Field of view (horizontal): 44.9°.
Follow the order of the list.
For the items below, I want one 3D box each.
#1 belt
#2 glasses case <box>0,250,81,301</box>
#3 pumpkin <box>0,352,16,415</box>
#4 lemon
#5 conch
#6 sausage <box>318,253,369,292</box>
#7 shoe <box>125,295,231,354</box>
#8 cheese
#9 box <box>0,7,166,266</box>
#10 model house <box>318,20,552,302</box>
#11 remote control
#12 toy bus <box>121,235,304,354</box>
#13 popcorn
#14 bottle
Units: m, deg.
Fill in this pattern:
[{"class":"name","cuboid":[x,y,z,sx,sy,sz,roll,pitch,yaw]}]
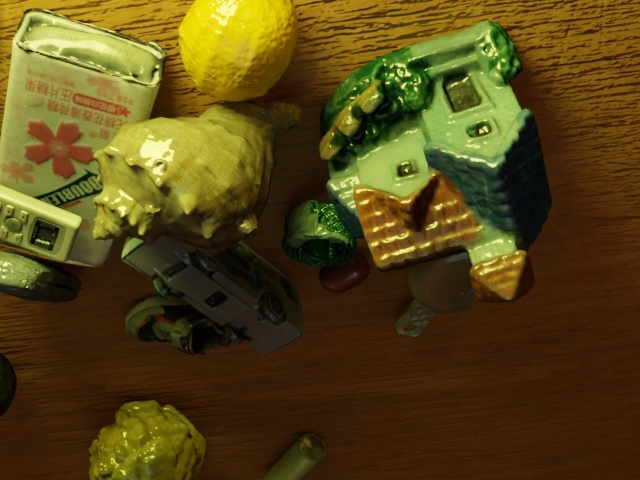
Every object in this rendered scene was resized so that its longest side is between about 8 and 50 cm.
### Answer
[{"class":"belt","cuboid":[0.000,0.000,1.223,0.121,0.079,0.151,11,156,-7]},{"class":"glasses case","cuboid":[-0.457,0.058,1.209,0.109,0.067,0.282,14,174,0]},{"class":"pumpkin","cuboid":[-0.682,0.268,1.439,0.224,0.157,0.223,1,146,0]},{"class":"lemon","cuboid":[-0.106,-0.247,0.966,0.142,0.142,0.187,23,135,-23]},{"class":"conch","cuboid":[-0.157,-0.072,1.038,0.324,0.186,0.263,-18,178,-24]},{"class":"sausage","cuboid":[0.039,0.055,1.328,0.094,0.059,0.054,-30,116,30]},{"class":"shoe","cuboid":[-0.239,0.165,1.380,0.228,0.125,0.099,-11,137,6]},{"class":"cheese","cuboid":[0.213,0.081,1.352,0.163,0.082,0.286,14,135,-15]},{"class":"box","cuboid":[-0.351,-0.130,1.090,0.190,0.112,0.369,13,133,-17]},{"class":"model house","cuboid":[0.155,-0.068,1.027,0.295,0.329,0.251,-14,137,9]},{"class":"remote control","cuboid":[-0.438,-0.034,1.090,0.190,0.029,0.087,24,130,-14]},{"class":"toy bus","cuboid":[-0.164,0.058,1.267,0.109,0.135,0.330,-32,128,24]},{"class":"popcorn","cuboid":[-0.363,0.456,1.600,0.225,0.249,0.249,6,150,48]},{"class":"bottle","cuboid":[-0.063,0.521,1.778,0.072,0.072,0.201,19,131,-21]}]
